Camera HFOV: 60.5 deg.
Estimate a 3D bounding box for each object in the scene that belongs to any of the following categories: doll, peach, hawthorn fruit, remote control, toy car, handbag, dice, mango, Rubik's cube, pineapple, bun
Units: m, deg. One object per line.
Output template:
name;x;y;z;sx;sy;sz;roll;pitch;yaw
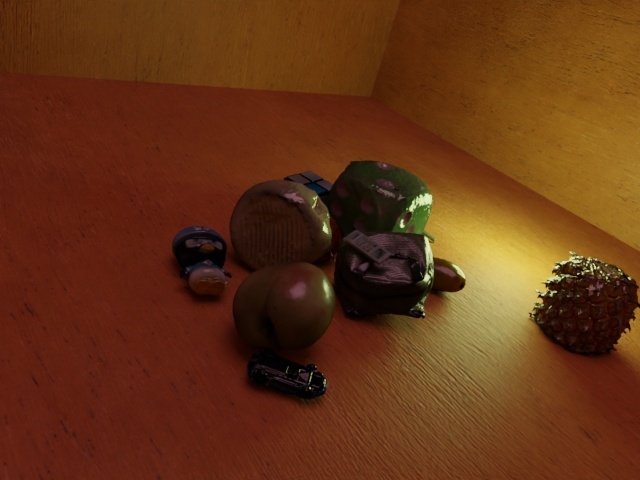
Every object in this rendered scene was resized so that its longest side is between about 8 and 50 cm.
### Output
doll;-0.374;0.049;1.740;0.177;0.141;0.314;5;34;-27
peach;-0.096;0.177;1.525;0.248;0.292;0.292;57;25;-15
hawthorn fruit;0.000;0.000;2.001;0.179;0.179;0.200;-9;47;-39
remote control;0.147;0.022;1.743;0.061;0.029;0.162;-34;53;-26
toy car;-0.088;0.357;1.430;0.216;0.063;0.103;21;28;-1
handbag;0.212;0.120;1.816;0.340;0.248;0.240;3;28;2
dice;0.222;-0.112;2.160;0.318;0.323;0.330;35;32;29
mango;0.431;0.121;2.085;0.253;0.113;0.138;20;32;21
Rubik's cube;-0.053;-0.161;2.243;0.180;0.184;0.167;35;34;25
pineapple;0.976;0.224;2.018;0.352;0.300;0.352;10;24;-4
bun;-0.124;-0.047;1.846;0.359;0.360;0.211;25;26;14

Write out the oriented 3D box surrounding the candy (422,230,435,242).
candy;0.349;-0.128;2.505;0.440;0.119;0.119;40;35;24
